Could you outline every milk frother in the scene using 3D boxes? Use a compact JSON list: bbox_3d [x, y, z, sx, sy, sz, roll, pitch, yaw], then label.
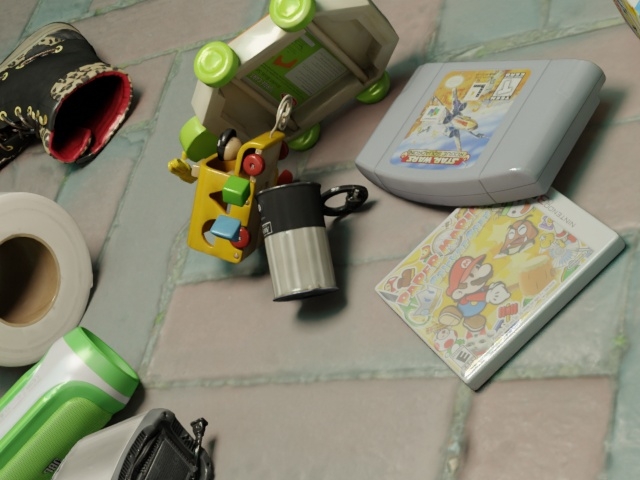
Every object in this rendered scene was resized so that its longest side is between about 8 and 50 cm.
[{"bbox_3d":[0.000,0.000,1.479,0.143,0.129,0.135,-10,83,-2],"label":"milk frother"}]

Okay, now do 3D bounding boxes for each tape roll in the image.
[{"bbox_3d":[-0.474,0.050,1.708,0.169,0.246,0.246,4,59,43],"label":"tape roll"}]

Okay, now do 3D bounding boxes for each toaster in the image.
[{"bbox_3d":[-0.227,0.290,1.370,0.146,0.129,0.227,-20,30,29],"label":"toaster"}]

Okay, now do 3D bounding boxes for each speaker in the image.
[{"bbox_3d":[-0.373,0.254,1.536,0.296,0.131,0.131,-47,40,-4],"label":"speaker"}]

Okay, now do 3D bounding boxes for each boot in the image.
[{"bbox_3d":[-0.497,-0.198,2.035,0.377,0.138,0.284,-45,39,-10],"label":"boot"}]

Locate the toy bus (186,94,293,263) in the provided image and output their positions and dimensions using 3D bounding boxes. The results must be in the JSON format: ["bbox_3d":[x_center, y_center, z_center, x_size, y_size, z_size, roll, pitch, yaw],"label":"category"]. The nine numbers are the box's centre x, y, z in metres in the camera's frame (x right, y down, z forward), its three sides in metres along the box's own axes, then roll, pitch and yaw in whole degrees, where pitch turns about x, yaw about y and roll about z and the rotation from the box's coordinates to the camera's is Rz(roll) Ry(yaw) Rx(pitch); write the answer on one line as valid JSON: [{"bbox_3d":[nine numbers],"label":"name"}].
[{"bbox_3d":[-0.113,-0.075,1.544,0.104,0.191,0.202,17,66,13],"label":"toy bus"}]

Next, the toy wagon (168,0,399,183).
[{"bbox_3d":[-0.065,-0.199,1.563,0.344,0.267,0.068,-33,64,13],"label":"toy wagon"}]

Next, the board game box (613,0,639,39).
[{"bbox_3d":[0.421,-0.250,1.300,0.142,0.144,0.275,-33,40,14],"label":"board game box"}]

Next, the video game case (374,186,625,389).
[{"bbox_3d":[0.193,0.031,1.337,0.227,0.026,0.206,-44,39,0],"label":"video game case"}]

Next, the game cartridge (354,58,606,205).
[{"bbox_3d":[0.179,-0.132,1.444,0.297,0.062,0.198,7,53,49],"label":"game cartridge"}]
